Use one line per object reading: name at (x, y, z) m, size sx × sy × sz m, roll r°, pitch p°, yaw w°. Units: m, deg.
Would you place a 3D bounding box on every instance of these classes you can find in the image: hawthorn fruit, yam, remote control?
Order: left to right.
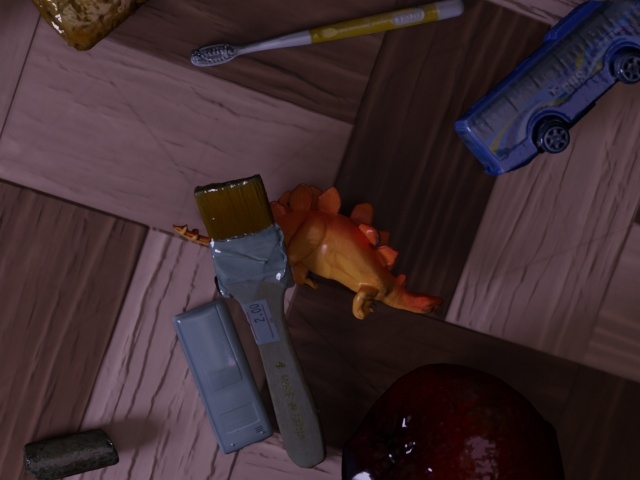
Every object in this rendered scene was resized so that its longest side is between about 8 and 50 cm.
yam at (-0.254, 0.218, 1.438) m, size 0.094 × 0.043 × 0.043 m, roll -13°, pitch 102°, yaw -12°
remote control at (-0.100, 0.142, 1.465) m, size 0.061 × 0.029 × 0.162 m, roll -22°, pitch 104°, yaw -7°
hawthorn fruit at (0.154, 0.261, 1.449) m, size 0.266 × 0.230 × 0.210 m, roll 41°, pitch 45°, yaw -26°

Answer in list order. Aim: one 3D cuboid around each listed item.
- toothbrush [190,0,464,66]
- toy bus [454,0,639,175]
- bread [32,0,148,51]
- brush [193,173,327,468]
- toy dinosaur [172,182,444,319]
toothbrush at (0.010, -0.211, 1.432) m, size 0.288 × 0.024 × 0.021 m, roll -13°, pitch 100°, yaw -10°
toy bus at (0.249, -0.165, 1.464) m, size 0.236 × 0.079 × 0.094 m, roll -42°, pitch 104°, yaw -3°
bread at (-0.183, -0.280, 1.347) m, size 0.211 × 0.083 × 0.114 m, roll -36°, pitch 111°, yaw -4°
brush at (-0.050, 0.092, 1.438) m, size 0.085 × 0.020 × 0.336 m, roll -11°, pitch 113°, yaw 13°
toy dinosaur at (0.000, 0.000, 1.442) m, size 0.288 × 0.070 × 0.117 m, roll 23°, pitch 102°, yaw -7°
